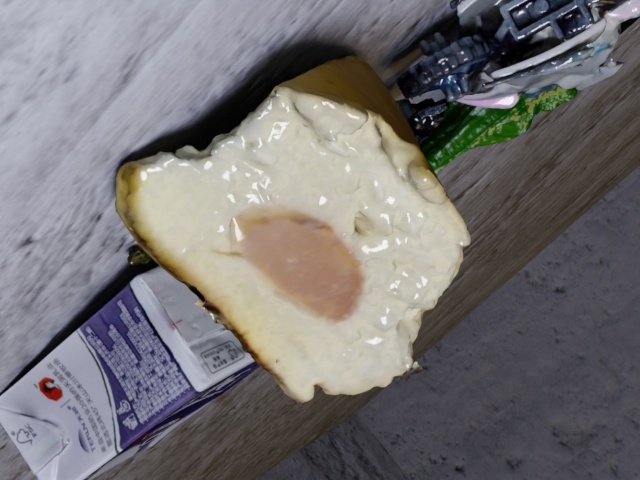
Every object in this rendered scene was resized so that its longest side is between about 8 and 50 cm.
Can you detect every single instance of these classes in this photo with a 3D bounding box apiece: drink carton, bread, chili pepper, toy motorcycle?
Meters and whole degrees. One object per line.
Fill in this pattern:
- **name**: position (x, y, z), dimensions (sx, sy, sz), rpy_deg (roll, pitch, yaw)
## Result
- **drink carton**: position (-0.139, 0.100, 1.434), dimensions (0.222, 0.102, 0.134), rpy_deg (-38, 175, 37)
- **bread**: position (0.001, 0.005, 1.199), dimensions (0.183, 0.211, 0.224), rpy_deg (-33, 177, 8)
- **chili pepper**: position (0.132, -0.104, 1.618), dimensions (0.257, 0.074, 0.100), rpy_deg (-36, 171, -9)
- **toy motorcycle**: position (0.030, -0.074, 1.409), dimensions (0.100, 0.058, 0.173), rpy_deg (-29, 177, 36)
- **toy motorcycle**: position (0.181, -0.168, 1.418), dimensions (0.239, 0.108, 0.204), rpy_deg (-13, 172, 11)

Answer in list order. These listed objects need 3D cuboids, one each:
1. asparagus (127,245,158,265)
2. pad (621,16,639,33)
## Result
- **asparagus**: position (-0.121, 0.012, 1.382), dimensions (0.016, 0.016, 0.163), rpy_deg (-13, 176, 13)
- **pad**: position (0.292, -0.206, 1.980), dimensions (0.190, 0.004, 0.127), rpy_deg (-42, 171, 18)
